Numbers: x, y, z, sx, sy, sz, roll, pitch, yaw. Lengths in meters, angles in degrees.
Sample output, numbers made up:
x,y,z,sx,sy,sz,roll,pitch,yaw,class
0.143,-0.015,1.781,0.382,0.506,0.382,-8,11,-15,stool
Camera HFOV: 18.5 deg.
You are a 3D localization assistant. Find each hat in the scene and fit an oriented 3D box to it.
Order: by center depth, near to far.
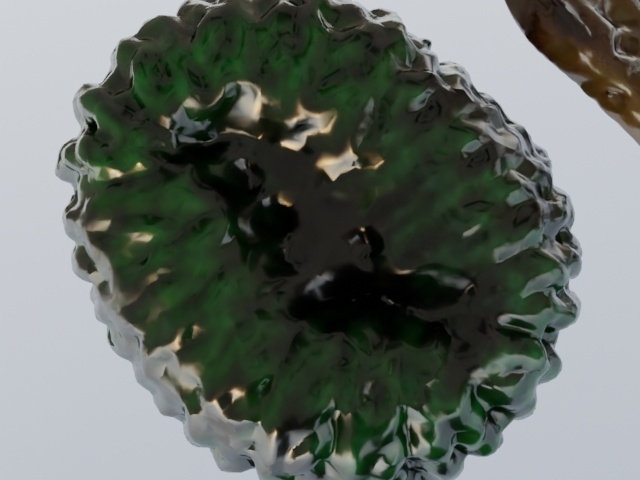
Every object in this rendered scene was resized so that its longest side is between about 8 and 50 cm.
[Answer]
x,y,z,sx,sy,sz,roll,pitch,yaw,class
0.000,0.000,1.070,0.242,0.274,0.332,-31,179,-3,hat

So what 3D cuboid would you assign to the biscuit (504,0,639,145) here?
x,y,z,sx,sy,sz,roll,pitch,yaw,class
0.211,-0.162,1.154,0.046,0.359,0.359,-40,-156,38,biscuit
